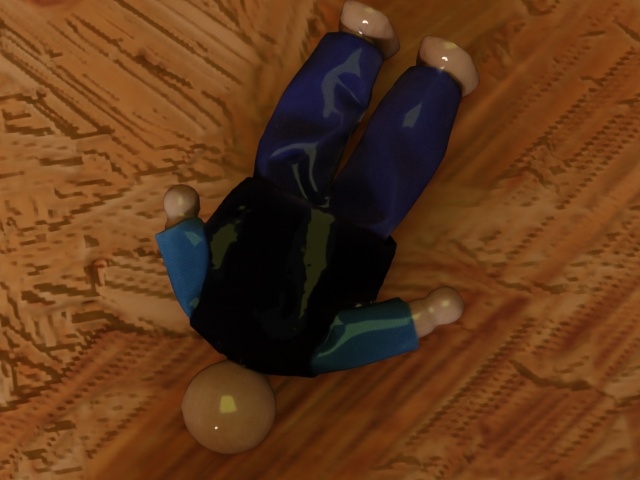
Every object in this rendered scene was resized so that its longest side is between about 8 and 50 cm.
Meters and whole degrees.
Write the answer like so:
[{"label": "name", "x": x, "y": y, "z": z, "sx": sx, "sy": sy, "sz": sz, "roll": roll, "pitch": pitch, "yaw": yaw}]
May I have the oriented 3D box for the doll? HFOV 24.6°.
[{"label": "doll", "x": 0.000, "y": 0.000, "z": 0.593, "sx": 0.129, "sy": 0.046, "sz": 0.189, "roll": 26, "pitch": 77, "yaw": 9}]
